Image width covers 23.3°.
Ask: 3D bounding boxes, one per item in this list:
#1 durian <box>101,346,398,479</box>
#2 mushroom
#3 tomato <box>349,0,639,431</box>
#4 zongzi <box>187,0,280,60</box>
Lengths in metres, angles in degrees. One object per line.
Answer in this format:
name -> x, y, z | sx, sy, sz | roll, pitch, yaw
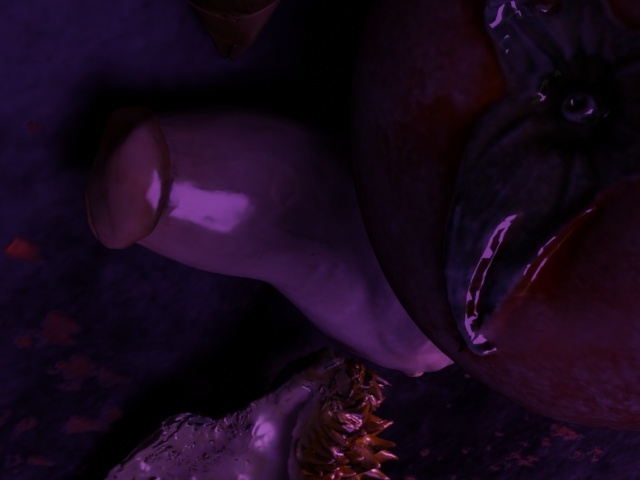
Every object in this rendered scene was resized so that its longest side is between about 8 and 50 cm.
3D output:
durian -> -0.055, 0.168, 1.002 | 0.306, 0.166, 0.172 | -37, -167, 27
mushroom -> 0.001, -0.002, 0.889 | 0.109, 0.097, 0.351 | -53, 139, 8
tomato -> 0.167, -0.061, 0.774 | 0.317, 0.317, 0.282 | -51, 155, 19
zongzi -> -0.008, -0.169, 0.707 | 0.160, 0.078, 0.176 | -38, 156, 0
